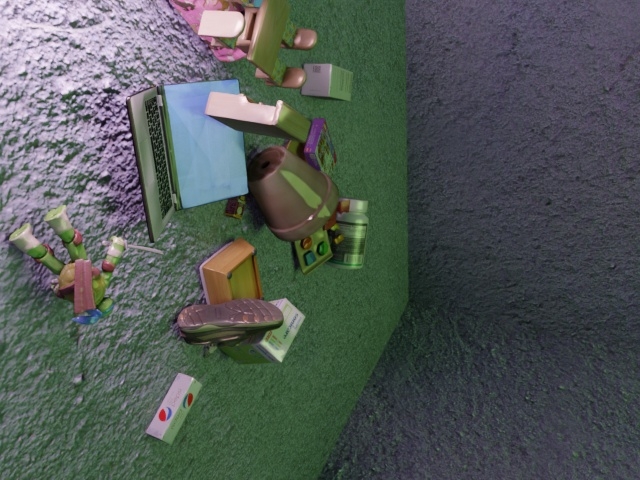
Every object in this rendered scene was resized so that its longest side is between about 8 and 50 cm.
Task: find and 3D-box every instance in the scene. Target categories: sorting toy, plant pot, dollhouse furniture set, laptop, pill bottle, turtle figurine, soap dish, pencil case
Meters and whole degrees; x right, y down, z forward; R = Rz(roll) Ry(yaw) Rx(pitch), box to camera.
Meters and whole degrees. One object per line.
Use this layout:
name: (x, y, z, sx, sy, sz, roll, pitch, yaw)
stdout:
sorting toy: (0.000, 0.000, 2.388, 0.307, 0.041, 0.228, -35, 121, -36)
plant pot: (-0.108, -0.345, 2.173, 0.236, 0.033, 0.236, -34, 128, -58)
dollhouse furniture set: (0.016, -0.177, 2.298, 0.374, 0.202, 0.152, -33, 128, -57)
dollhouse furniture set: (-0.139, -0.511, 1.427, 0.362, 0.257, 0.393, 15, 91, -64)
laptop: (-0.355, -0.248, 1.431, 0.408, 0.237, 0.381, -98, -175, -67)
pill bottle: (0.145, -0.041, 2.614, 0.204, 0.204, 0.360, -8, 107, -64)
turtle figurine: (-0.580, 0.042, 1.193, 0.266, 0.198, 0.274, 62, 31, -30)
soap dish: (-0.317, 0.167, 1.830, 0.229, 0.118, 0.290, -45, 137, -50)
plant pot: (-0.133, -0.205, 1.909, 0.280, 0.324, 0.323, 49, 54, -39)
pencil case: (-0.322, -0.695, 1.438, 0.386, 0.167, 0.159, 49, 44, -61)

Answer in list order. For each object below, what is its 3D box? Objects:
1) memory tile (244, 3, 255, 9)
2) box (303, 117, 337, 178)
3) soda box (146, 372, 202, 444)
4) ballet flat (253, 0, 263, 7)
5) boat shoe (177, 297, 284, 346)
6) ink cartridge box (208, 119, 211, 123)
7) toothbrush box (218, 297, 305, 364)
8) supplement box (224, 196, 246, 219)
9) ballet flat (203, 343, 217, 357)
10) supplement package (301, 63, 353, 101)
memory tile: (-0.237, -0.730, 1.687, 0.012, 0.113, 0.148, 62, 18, 19)
box: (0.005, -0.394, 2.308, 0.293, 0.057, 0.200, 67, 33, -57)
soda box: (-0.490, 0.565, 1.676, 0.216, 0.069, 0.073, -64, 151, -28)
ballet flat: (-0.162, -0.914, 1.784, 0.124, 0.116, 0.341, 49, 49, -83)
boat shoe: (-0.307, 0.289, 1.714, 0.132, 0.356, 0.130, -104, -163, -53)
ink cartridge box: (-0.328, -0.409, 1.639, 0.175, 0.073, 0.127, 29, 72, -63)
toothbrush box: (-0.224, 0.349, 1.883, 0.122, 0.283, 0.206, 48, 51, -23)
supplement box: (-0.310, -0.124, 1.819, 0.055, 0.043, 0.083, 22, 79, -63)
ballet flat: (-0.398, 0.382, 1.834, 0.041, 0.041, 0.114, 36, 67, -62)
supplement package: (0.034, -0.700, 2.210, 0.244, 0.139, 0.133, -21, 119, -63)
